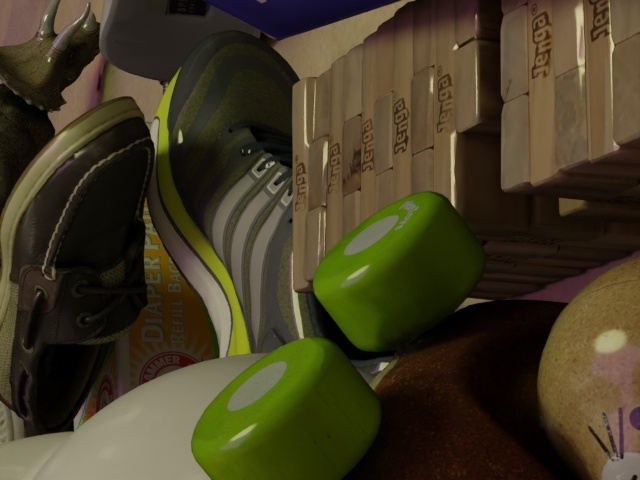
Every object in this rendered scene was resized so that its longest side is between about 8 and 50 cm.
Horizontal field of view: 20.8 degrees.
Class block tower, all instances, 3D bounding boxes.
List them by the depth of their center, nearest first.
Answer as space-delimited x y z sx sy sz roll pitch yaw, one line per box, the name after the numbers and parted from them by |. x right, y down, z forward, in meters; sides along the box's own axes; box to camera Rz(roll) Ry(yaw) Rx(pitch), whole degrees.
0.090 -0.048 0.575 0.335 0.097 0.091 156 117 -65 | block tower

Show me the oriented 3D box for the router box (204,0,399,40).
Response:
0.059 -0.227 0.552 0.301 0.082 0.335 -65 16 -6 | router box

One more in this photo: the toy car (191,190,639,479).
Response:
0.091 0.058 0.484 0.188 0.155 0.149 -24 19 42 | toy car

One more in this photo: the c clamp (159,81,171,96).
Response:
-0.096 -0.077 1.194 0.137 0.022 0.160 141 133 -56 | c clamp

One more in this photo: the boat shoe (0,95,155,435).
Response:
-0.119 0.020 0.870 0.073 0.080 0.223 48 138 15 | boat shoe

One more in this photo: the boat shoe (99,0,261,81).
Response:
-0.049 -0.219 0.964 0.367 0.136 0.156 127 147 -71 | boat shoe

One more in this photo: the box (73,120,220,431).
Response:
-0.081 0.047 0.996 0.114 0.103 0.203 125 144 -54 | box

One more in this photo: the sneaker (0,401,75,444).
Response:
-0.111 0.173 1.063 0.101 0.153 0.268 -18 103 50 | sneaker

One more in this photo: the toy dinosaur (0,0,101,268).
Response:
-0.266 -0.047 1.408 0.160 0.121 0.313 74 -150 -54 | toy dinosaur

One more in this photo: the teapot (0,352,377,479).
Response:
-0.042 0.173 0.640 0.256 0.187 0.252 -12 94 45 | teapot

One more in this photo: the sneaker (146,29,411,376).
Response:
0.000 0.000 0.818 0.121 0.111 0.300 -56 40 37 | sneaker
